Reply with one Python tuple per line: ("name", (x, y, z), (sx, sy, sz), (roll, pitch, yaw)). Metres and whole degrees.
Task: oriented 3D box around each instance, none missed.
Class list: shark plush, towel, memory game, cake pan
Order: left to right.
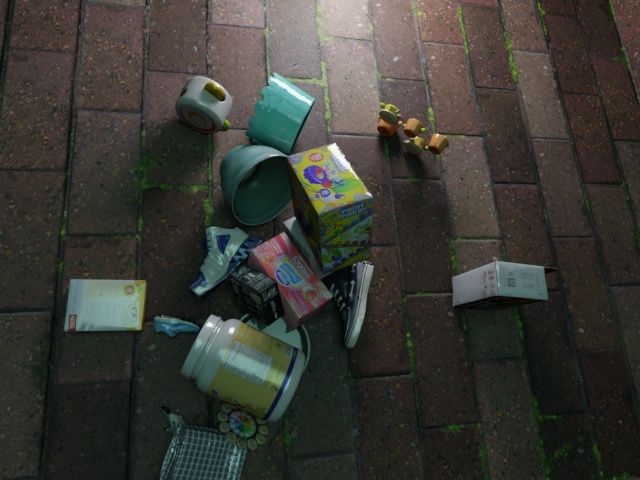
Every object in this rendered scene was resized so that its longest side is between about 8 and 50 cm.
("shark plush", (-0.481, 0.604, 1.419), (0.067, 0.073, 0.161), (-39, 92, 11))
("towel", (-0.363, 0.726, 1.333), (0.234, 0.121, 0.284), (24, 68, -30))
("memory game", (-0.250, 0.595, 1.429), (0.186, 0.186, 0.012), (35, 113, -2))
("cake pan", (-0.182, 0.383, 1.552), (0.292, 0.054, 0.294), (4, 73, -13))

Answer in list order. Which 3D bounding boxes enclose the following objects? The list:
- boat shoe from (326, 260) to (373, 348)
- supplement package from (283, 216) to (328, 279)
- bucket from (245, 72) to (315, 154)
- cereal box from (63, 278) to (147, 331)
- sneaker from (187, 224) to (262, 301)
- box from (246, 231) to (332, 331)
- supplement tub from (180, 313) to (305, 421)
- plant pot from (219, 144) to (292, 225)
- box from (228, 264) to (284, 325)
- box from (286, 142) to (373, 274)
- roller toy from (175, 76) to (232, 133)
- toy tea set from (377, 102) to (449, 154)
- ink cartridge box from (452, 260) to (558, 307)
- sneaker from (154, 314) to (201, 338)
("boat shoe", (0.088, 0.221, 1.638), (0.157, 0.127, 0.341), (16, 63, -2))
("supplement package", (0.000, 0.000, 1.615), (0.194, 0.149, 0.203), (-29, 52, -19))
("bucket", (-0.153, -0.479, 1.700), (0.182, 0.281, 0.282), (27, 70, -6))
("cereal box", (-0.718, 0.220, 1.475), (0.239, 0.047, 0.173), (3, 73, -12))
("sneaker", (-0.377, 0.056, 1.574), (0.182, 0.127, 0.315), (41, 63, 4))
("box", (-0.117, 0.145, 1.554), (0.154, 0.142, 0.300), (-29, 72, -28))
("supplement tub", (-0.240, 0.395, 1.379), (0.331, 0.241, 0.241), (26, 70, -4))
("plant pot", (-0.250, -0.232, 1.616), (0.293, 0.293, 0.196), (-35, 58, -20))
("box", (-0.220, 0.185, 1.501), (0.077, 0.180, 0.148), (-34, 128, -35))
("box", (0.030, -0.104, 1.418), (0.176, 0.279, 0.290), (-18, 49, -12))
("roller toy", (-0.443, -0.522, 1.676), (0.190, 0.209, 0.147), (15, 69, 12))
("toy tea set", (0.393, -0.480, 1.863), (0.335, 0.200, 0.124), (32, 78, -2))
("ink cartridge box", (0.705, 0.185, 1.683), (0.271, 0.309, 0.130), (6, 73, -11))
("sneaker", (-0.491, 0.301, 1.509), (0.161, 0.063, 0.073), (10, 90, -6))
